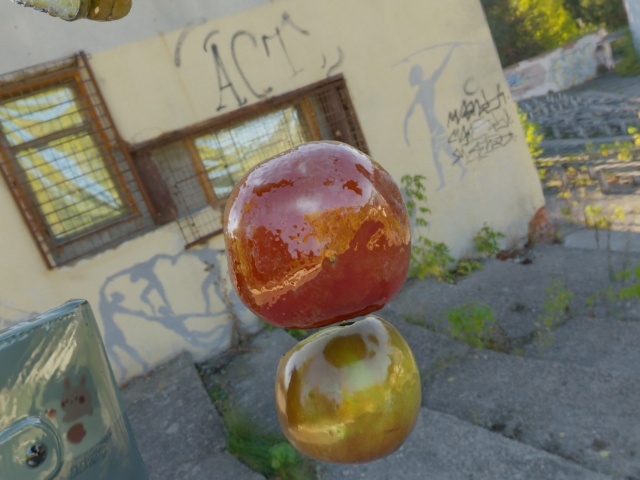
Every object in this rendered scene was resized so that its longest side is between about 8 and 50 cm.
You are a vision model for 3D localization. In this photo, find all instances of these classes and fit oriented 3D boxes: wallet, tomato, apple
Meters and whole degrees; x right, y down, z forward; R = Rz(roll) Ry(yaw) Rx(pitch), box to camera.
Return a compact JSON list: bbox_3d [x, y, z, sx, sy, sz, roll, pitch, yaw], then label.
[{"bbox_3d":[-0.389,0.288,0.804,0.083,0.360,0.252,-12,8,29],"label":"wallet"},{"bbox_3d":[-0.001,-0.004,0.636,0.232,0.232,0.188,-22,26,-7],"label":"tomato"},{"bbox_3d":[0.041,0.216,0.829,0.237,0.207,0.237,-4,-1,0],"label":"apple"}]

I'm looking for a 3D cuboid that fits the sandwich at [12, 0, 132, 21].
[{"bbox_3d":[-0.257,-0.332,0.523,0.186,0.214,0.065,25,31,27],"label":"sandwich"}]
